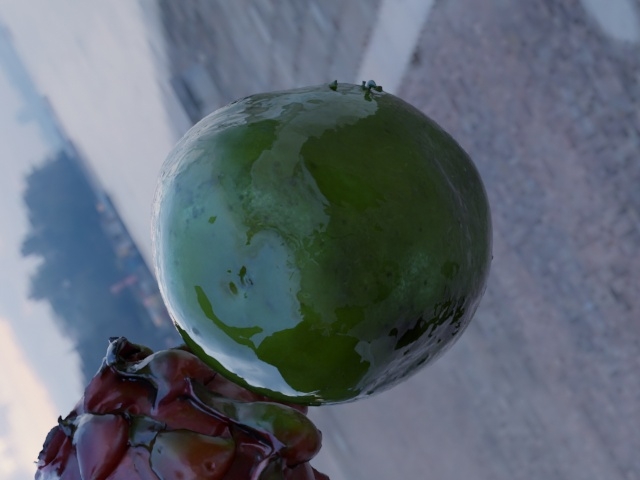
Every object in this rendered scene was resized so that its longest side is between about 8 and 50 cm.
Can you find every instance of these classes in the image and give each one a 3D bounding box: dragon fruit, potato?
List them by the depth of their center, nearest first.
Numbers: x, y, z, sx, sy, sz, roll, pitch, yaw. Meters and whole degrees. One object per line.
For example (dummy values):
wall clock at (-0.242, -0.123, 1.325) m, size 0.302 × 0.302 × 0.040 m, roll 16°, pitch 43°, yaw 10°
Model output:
potato at (0.000, 0.003, 1.146) m, size 0.215 × 0.216 × 0.304 m, roll 61°, pitch -156°, yaw -4°
dragon fruit at (-0.095, 0.201, 1.333) m, size 0.243 × 0.227 × 0.307 m, roll 17°, pitch -174°, yaw -14°
